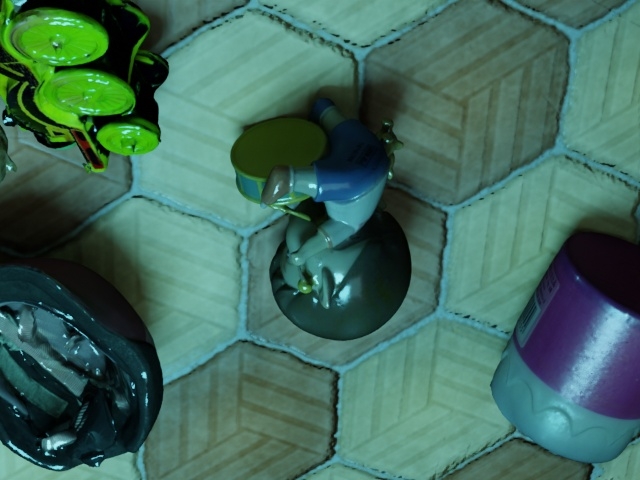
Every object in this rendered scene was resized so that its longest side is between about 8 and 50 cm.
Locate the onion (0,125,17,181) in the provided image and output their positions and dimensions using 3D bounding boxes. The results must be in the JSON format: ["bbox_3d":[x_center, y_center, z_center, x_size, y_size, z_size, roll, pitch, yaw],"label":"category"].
[{"bbox_3d":[-0.454,-0.067,1.411,0.353,0.354,0.354,-9,127,-12],"label":"onion"}]

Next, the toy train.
[{"bbox_3d":[-0.228,-0.158,1.529,0.160,0.100,0.296,-4,154,9],"label":"toy train"}]

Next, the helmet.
[{"bbox_3d":[-0.256,0.104,1.740,0.198,0.154,0.253,-18,112,20],"label":"helmet"}]

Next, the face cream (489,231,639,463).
[{"bbox_3d":[0.297,0.115,1.904,0.175,0.175,0.195,12,121,-25],"label":"face cream"}]

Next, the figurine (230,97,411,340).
[{"bbox_3d":[0.008,0.002,1.755,0.158,0.161,0.275,10,131,26],"label":"figurine"}]
